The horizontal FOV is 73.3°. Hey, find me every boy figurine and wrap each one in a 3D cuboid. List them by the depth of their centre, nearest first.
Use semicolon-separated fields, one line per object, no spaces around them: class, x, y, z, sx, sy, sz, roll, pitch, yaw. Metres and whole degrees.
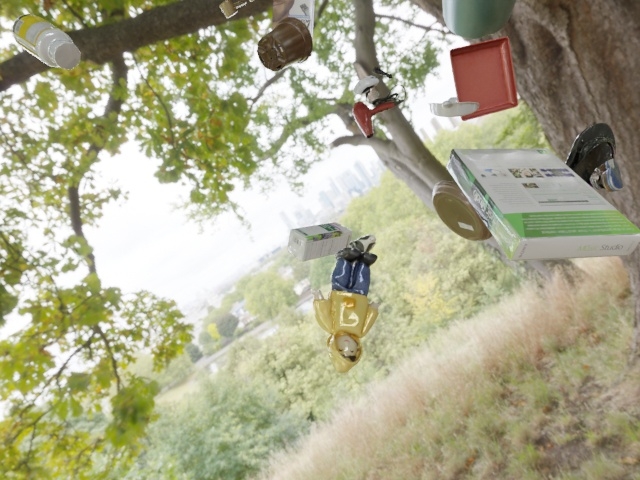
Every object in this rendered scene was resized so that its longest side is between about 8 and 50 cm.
boy figurine;0.058;0.161;1.008;0.092;0.177;0.285;139;146;-59

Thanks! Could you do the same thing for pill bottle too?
pill bottle;-0.769;-0.556;1.214;0.103;0.184;0.103;-48;-19;-23

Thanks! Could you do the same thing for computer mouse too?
computer mouse;0.236;-0.750;2.018;0.193;0.106;0.042;-38;-27;-15

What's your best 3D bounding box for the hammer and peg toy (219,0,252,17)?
hammer and peg toy;-0.287;-1.128;1.850;0.361;0.127;0.266;-28;32;16

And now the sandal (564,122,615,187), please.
sandal;0.953;-0.256;1.523;0.446;0.167;0.107;-48;8;-18

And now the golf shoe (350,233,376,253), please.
golf shoe;0.206;0.030;2.005;0.120;0.105;0.273;-31;-4;3

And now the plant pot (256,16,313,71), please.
plant pot;-0.139;-0.712;1.587;0.167;0.167;0.165;-31;17;48

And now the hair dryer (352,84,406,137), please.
hair dryer;0.258;-0.622;2.029;0.080;0.224;0.293;30;-100;-60

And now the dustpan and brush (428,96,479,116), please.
dustpan and brush;0.372;-0.387;1.235;0.147;0.060;0.211;7;30;23

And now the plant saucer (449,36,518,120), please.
plant saucer;0.602;-0.599;1.606;0.258;0.259;0.048;-18;12;-13

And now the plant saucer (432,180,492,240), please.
plant saucer;0.517;-0.100;1.593;0.041;0.278;0.278;-41;5;-12

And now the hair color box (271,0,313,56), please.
hair color box;-0.125;-1.040;1.988;0.185;0.338;0.110;2;-3;2

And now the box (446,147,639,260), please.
box;0.418;-0.086;0.852;0.232;0.058;0.322;-2;38;-7

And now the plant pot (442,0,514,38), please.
plant pot;0.569;-0.922;1.506;0.341;0.341;0.334;-34;-19;3

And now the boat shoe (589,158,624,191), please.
boat shoe;0.811;-0.173;1.222;0.066;0.066;0.183;-31;4;41

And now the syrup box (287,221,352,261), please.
syrup box;0.000;0.000;1.593;0.237;0.093;0.096;-12;-57;-42
